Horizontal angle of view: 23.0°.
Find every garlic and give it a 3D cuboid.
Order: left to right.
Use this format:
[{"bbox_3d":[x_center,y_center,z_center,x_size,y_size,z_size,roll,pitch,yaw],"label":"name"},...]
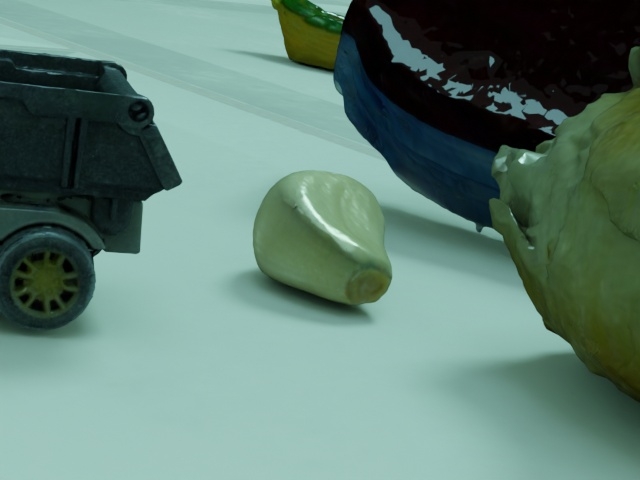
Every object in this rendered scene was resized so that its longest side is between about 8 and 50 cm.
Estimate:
[{"bbox_3d":[0.001,0.000,0.595,0.053,0.041,0.083,19,18,-13],"label":"garlic"}]

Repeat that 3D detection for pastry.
[{"bbox_3d":[0.194,0.005,0.504,0.257,0.121,0.235,2,14,-36],"label":"pastry"}]

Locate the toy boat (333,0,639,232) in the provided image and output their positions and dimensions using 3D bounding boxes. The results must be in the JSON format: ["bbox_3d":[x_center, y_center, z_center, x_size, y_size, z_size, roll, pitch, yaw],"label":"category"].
[{"bbox_3d":[0.133,-0.050,0.739,0.309,0.129,0.142,17,-22,29],"label":"toy boat"}]

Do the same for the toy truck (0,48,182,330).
[{"bbox_3d":[-0.144,-0.030,0.497,0.192,0.092,0.083,5,14,-15],"label":"toy truck"}]

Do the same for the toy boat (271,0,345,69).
[{"bbox_3d":[0.056,-0.181,1.317,0.229,0.088,0.089,13,12,19],"label":"toy boat"}]
